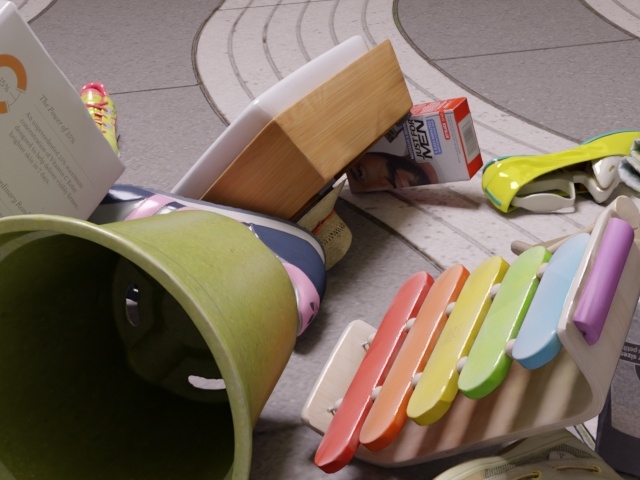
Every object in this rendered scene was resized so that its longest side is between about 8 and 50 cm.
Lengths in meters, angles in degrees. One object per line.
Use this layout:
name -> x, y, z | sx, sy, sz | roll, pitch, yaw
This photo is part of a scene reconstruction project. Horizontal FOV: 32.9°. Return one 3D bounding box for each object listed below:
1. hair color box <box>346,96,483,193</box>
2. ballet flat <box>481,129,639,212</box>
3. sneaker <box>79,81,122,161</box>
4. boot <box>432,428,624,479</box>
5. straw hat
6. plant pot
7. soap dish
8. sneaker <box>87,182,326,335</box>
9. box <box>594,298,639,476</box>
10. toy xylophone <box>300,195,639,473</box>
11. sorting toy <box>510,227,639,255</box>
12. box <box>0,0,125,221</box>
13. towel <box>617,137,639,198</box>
hair color box -> 0.108, -0.116, 1.346 | 0.167, 0.093, 0.053 | -5, 22, 33
ballet flat -> 0.311, -0.076, 1.331 | 0.230, 0.077, 0.077 | -11, 48, -11
sneaker -> -0.323, -0.161, 1.518 | 0.081, 0.094, 0.208 | -5, 27, -10
boot -> 0.160, 0.213, 0.730 | 0.213, 0.077, 0.165 | -19, 32, -36
straw hat -> 0.000, 0.000, 1.190 | 0.061, 0.144, 0.144 | 46, 36, 0
plant pot -> -0.140, 0.088, 0.840 | 0.276, 0.276, 0.254 | 6, 15, 16
soap dish -> -0.030, -0.097, 1.228 | 0.118, 0.229, 0.291 | 47, 37, 0
sneaker -> -0.150, 0.024, 1.064 | 0.318, 0.112, 0.131 | 6, 29, -4
box -> 0.352, 0.106, 0.829 | 0.247, 0.163, 0.142 | 12, 28, 28
toy xylophone -> 0.125, 0.067, 0.834 | 0.322, 0.081, 0.236 | -34, 21, 43
sorting toy -> 0.367, 0.033, 1.084 | 0.229, 0.041, 0.307 | -9, 17, -23
box -> -0.367, -0.021, 0.941 | 0.168, 0.215, 0.345 | 15, 60, 33
towel -> 0.489, -0.017, 0.984 | 0.374, 0.090, 0.320 | 13, 9, -2
